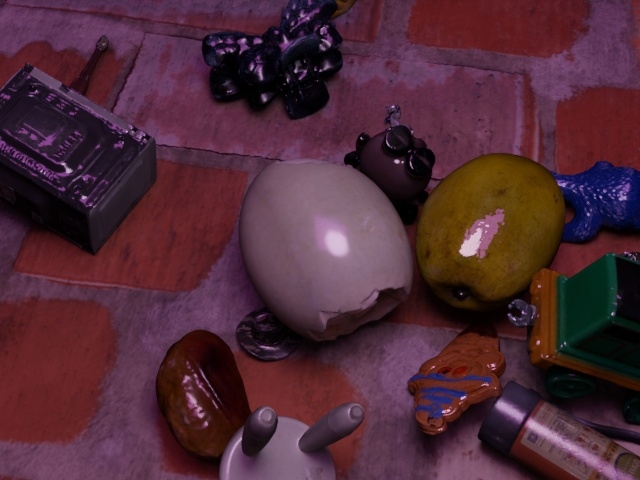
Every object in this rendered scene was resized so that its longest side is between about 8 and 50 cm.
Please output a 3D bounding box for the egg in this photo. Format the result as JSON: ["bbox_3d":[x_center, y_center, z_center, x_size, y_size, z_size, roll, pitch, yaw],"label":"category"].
[{"bbox_3d":[0.000,0.000,1.714,0.278,0.278,0.336,-23,66,-13],"label":"egg"}]

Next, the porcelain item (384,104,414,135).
[{"bbox_3d":[0.150,-0.211,1.996,0.075,0.021,0.136,-20,60,-11],"label":"porcelain item"}]

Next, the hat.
[{"bbox_3d":[-0.089,0.154,1.754,0.121,0.050,0.121,1,56,-1],"label":"hat"}]

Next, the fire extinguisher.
[{"bbox_3d":[0.454,0.345,1.584,0.376,0.113,0.200,32,63,20],"label":"fire extinguisher"}]

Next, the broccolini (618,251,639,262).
[{"bbox_3d":[0.633,0.039,1.816,0.202,0.091,0.068,-12,101,-20],"label":"broccolini"}]

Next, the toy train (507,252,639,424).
[{"bbox_3d":[0.509,0.153,1.595,0.429,0.249,0.178,18,56,-15],"label":"toy train"}]

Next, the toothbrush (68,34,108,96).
[{"bbox_3d":[-0.514,-0.287,2.050,0.041,0.041,0.364,14,59,10],"label":"toothbrush"}]

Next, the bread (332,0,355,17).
[{"bbox_3d":[0.041,-0.567,2.186,0.083,0.094,0.157,24,53,20],"label":"bread"}]

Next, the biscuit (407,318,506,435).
[{"bbox_3d":[0.233,0.220,1.663,0.183,0.043,0.280,-6,34,37],"label":"biscuit"}]

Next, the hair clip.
[{"bbox_3d":[-0.078,-0.379,2.018,0.310,0.194,0.206,-30,55,-15],"label":"hair clip"}]

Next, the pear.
[{"bbox_3d":[0.295,-0.012,1.730,0.253,0.253,0.307,18,54,12],"label":"pear"}]

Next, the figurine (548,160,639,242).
[{"bbox_3d":[0.523,-0.085,1.850,0.262,0.121,0.164,1,61,4],"label":"figurine"}]

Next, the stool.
[{"bbox_3d":[-0.036,0.353,1.511,0.195,0.198,0.195,2,73,-22],"label":"stool"}]

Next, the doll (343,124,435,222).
[{"bbox_3d":[0.127,-0.118,1.807,0.182,0.257,0.117,47,64,1],"label":"doll"}]

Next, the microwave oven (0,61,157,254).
[{"bbox_3d":[-0.485,-0.157,1.857,0.295,0.181,0.237,31,62,7],"label":"microwave oven"}]

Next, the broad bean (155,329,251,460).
[{"bbox_3d":[-0.193,0.258,1.651,0.122,0.156,0.228,-32,61,31],"label":"broad bean"}]
